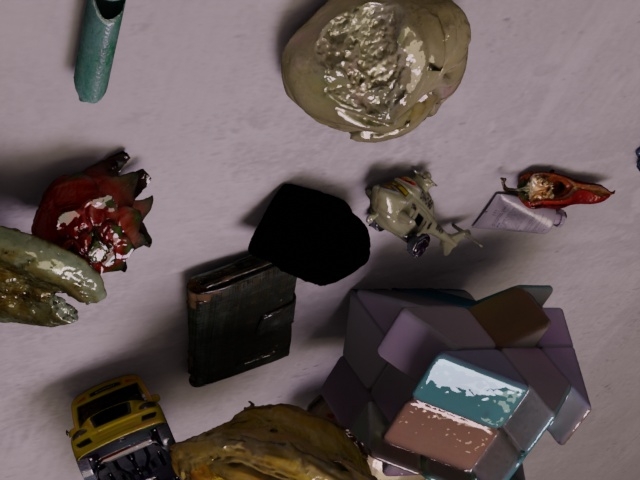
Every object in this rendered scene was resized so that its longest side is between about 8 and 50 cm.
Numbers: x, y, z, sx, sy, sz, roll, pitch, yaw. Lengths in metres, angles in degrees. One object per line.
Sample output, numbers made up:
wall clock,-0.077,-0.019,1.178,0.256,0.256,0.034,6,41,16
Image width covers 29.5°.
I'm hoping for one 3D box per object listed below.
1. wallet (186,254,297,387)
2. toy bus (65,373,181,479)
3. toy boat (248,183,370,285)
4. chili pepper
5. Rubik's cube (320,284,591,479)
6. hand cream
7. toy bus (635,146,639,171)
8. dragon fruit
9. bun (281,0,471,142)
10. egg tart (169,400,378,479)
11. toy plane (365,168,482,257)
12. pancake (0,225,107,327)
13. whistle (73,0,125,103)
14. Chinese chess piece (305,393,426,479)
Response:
wallet,-0.116,0.118,1.783,0.169,0.044,0.317,-19,152,-16
toy bus,-0.293,0.313,1.852,0.145,0.151,0.331,-21,152,-9
toy boat,0.000,0.000,1.627,0.188,0.061,0.116,16,109,-50
chili pepper,0.357,-0.076,1.849,0.268,0.059,0.050,-1,178,-43
Rubik's cube,0.207,0.229,1.879,0.387,0.368,0.358,1,128,-39
hand cream,0.313,-0.041,1.878,0.142,0.053,0.084,6,140,-22
toy bus,0.529,-0.153,1.859,0.065,0.047,0.166,-24,151,-11
dragon fruit,-0.254,-0.022,1.363,0.130,0.121,0.142,-33,176,26
bun,0.072,-0.189,1.349,0.237,0.116,0.210,1,141,-42
egg tart,-0.044,0.331,1.725,0.352,0.150,0.352,17,152,9
toy plane,0.144,-0.031,1.719,0.108,0.092,0.286,-55,147,0
pancake,-0.365,0.041,1.338,0.253,0.037,0.253,7,156,3
whistle,-0.211,-0.207,1.169,0.039,0.039,0.186,-10,148,-27
Chinese chess piece,0.089,0.342,2.120,0.250,0.250,0.103,-10,112,-27
